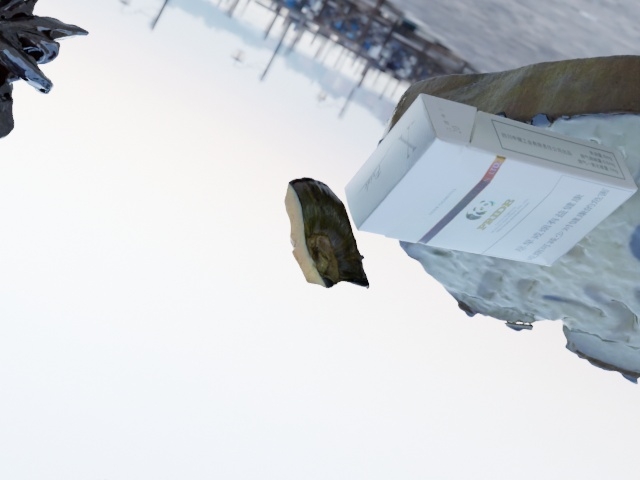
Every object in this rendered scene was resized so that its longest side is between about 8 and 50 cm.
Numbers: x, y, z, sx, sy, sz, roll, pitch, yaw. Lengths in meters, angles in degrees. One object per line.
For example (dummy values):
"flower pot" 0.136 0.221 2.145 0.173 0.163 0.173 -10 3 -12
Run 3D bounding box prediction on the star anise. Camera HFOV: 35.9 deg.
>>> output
"star anise" -0.425 -0.264 1.287 0.129 0.212 0.283 30 -135 -70

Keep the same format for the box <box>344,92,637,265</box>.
"box" 0.101 -0.030 0.582 0.154 0.084 0.040 11 -129 -30

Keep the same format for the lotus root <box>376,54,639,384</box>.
"lotus root" 0.232 -0.019 0.855 0.390 0.111 0.375 27 156 4

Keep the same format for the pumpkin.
"pumpkin" 0.000 -0.001 0.818 0.073 0.035 0.101 -9 -100 -55
